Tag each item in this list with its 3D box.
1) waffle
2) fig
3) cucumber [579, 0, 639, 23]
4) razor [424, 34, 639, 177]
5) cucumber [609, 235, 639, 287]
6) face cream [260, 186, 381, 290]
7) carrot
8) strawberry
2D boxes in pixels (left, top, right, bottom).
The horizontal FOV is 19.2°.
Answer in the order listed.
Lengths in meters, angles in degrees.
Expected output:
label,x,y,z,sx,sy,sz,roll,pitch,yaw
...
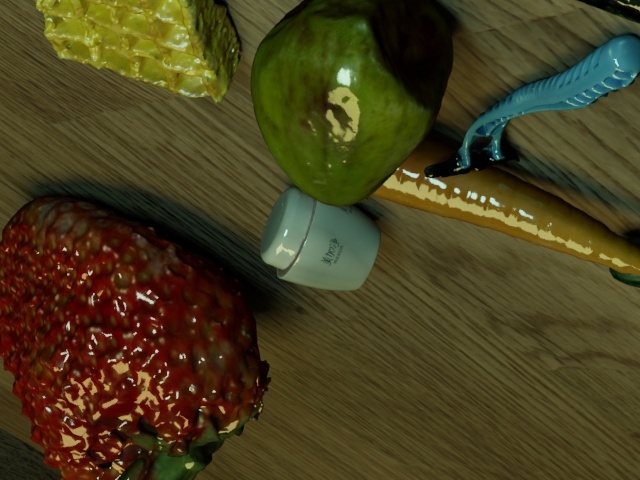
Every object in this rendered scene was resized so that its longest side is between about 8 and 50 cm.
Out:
label,x,y,z,sx,sy,sz,roll,pitch,yaw
waffle,-0.157,-0.197,1.464,0.160,0.055,0.211,17,159,17
fig,0.020,-0.107,1.355,0.144,0.166,0.154,-2,-149,-38
cucumber,0.234,-0.141,1.179,0.284,0.056,0.056,24,160,-11
razor,0.160,-0.097,1.379,0.082,0.042,0.253,-14,173,-25
cucumber,0.272,0.016,1.525,0.048,0.048,0.105,38,157,-33
face cream,0.000,0.000,1.721,0.095,0.091,0.091,21,160,-13
carrot,0.115,-0.039,1.513,0.336,0.069,0.069,23,160,12
strawberry,-0.211,0.093,2.008,0.351,0.267,0.312,49,136,18
